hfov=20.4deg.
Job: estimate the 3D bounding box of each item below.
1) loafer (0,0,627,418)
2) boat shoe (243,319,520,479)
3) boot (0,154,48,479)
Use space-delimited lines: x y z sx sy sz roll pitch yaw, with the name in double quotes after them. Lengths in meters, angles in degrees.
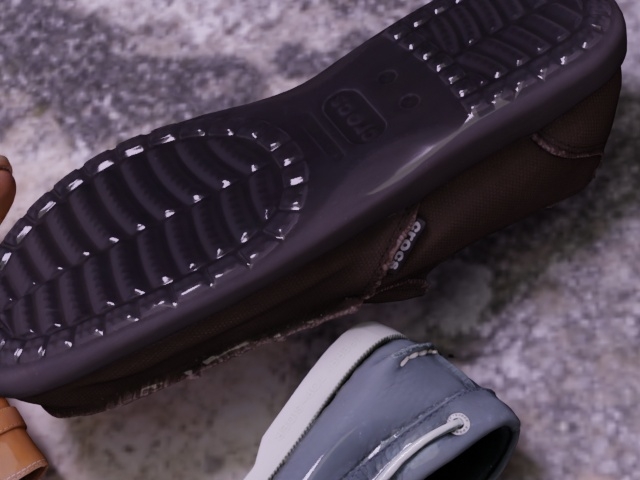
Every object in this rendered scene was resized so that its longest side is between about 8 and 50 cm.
0.000 0.000 0.898 0.366 0.130 0.134 -26 43 -1 "loafer"
-0.015 0.187 0.838 0.099 0.116 0.319 24 70 27 "boat shoe"
-0.195 0.066 0.957 0.152 0.073 0.197 45 103 21 "boot"
